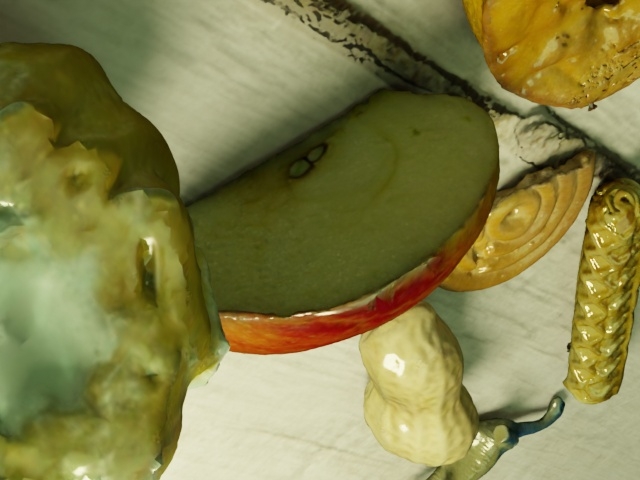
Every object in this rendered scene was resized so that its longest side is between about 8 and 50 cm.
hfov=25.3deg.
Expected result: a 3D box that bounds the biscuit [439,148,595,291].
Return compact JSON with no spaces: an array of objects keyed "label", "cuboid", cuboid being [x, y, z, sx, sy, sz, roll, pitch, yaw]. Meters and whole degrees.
[{"label":"biscuit","cuboid":[0.196,-0.005,1.500,0.224,0.033,0.144,-24,141,-18]}]

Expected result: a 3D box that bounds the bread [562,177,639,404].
[{"label":"bread","cuboid":[0.333,0.067,1.658,0.084,0.077,0.368,-25,141,-17]}]

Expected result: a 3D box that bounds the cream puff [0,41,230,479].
[{"label":"cream puff","cuboid":[-0.253,0.045,0.997,0.378,0.275,0.378,-7,104,-28]}]

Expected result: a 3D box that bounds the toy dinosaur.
[{"label":"toy dinosaur","cuboid":[0.198,0.280,1.776,0.248,0.075,0.188,-52,150,7]}]

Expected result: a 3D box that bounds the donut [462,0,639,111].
[{"label":"donut","cuboid":[0.228,-0.245,1.209,0.277,0.108,0.278,-24,142,-21]}]

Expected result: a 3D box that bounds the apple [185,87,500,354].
[{"label":"apple","cuboid":[0.000,0.000,1.234,0.346,0.179,0.254,-30,179,-13]}]

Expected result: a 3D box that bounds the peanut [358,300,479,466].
[{"label":"peanut","cuboid":[0.098,0.155,1.517,0.123,0.123,0.257,-33,141,-9]}]
